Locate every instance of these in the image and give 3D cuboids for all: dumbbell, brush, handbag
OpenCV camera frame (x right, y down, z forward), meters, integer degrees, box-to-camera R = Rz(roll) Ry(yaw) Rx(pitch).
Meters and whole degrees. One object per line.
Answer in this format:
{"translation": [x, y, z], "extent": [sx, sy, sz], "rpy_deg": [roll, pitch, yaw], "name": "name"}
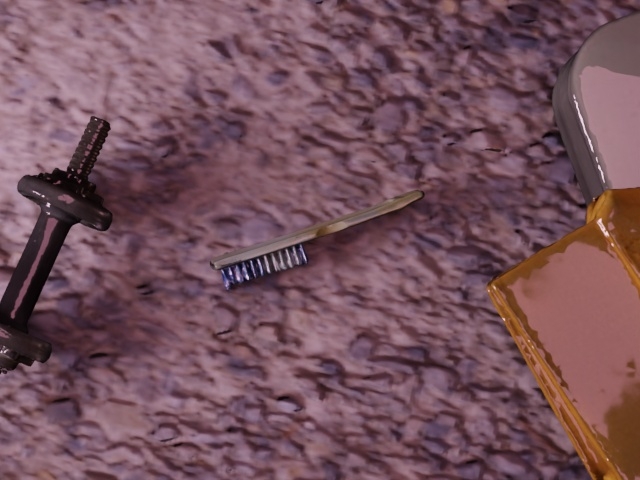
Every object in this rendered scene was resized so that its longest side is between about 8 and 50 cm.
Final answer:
{"translation": [-0.222, 0.021, 1.332], "extent": [0.081, 0.081, 0.254], "rpy_deg": [23, 83, 2], "name": "dumbbell"}
{"translation": [0.000, -0.001, 1.362], "extent": [0.178, 0.033, 0.030], "rpy_deg": [-19, 90, -3], "name": "brush"}
{"translation": [0.347, 0.037, 1.215], "extent": [0.401, 0.133, 0.283], "rpy_deg": [-31, 81, -3], "name": "handbag"}

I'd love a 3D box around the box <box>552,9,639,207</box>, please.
{"translation": [0.420, -0.025, 1.336], "extent": [0.395, 0.111, 0.397], "rpy_deg": [-18, 84, -3], "name": "box"}
